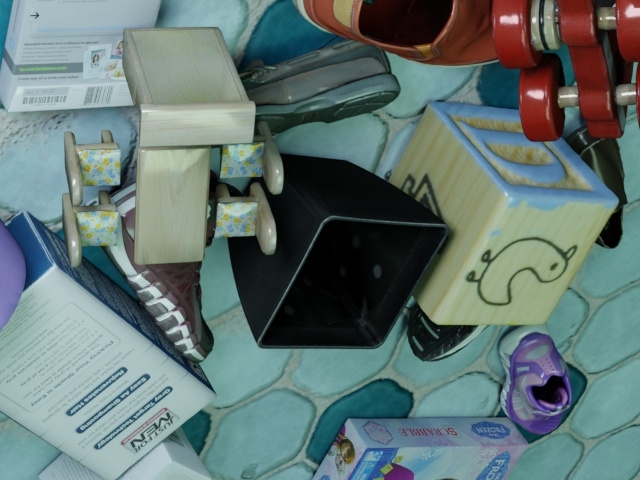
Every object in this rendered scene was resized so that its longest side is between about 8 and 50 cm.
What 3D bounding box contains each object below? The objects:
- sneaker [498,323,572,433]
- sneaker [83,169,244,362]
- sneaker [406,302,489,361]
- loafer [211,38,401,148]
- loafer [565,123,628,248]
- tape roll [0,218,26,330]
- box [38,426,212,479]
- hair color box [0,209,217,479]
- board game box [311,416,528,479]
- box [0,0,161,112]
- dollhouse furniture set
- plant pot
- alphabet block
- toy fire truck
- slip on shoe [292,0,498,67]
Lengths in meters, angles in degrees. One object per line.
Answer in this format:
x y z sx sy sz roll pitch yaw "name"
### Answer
0.322 0.222 2.363 0.095 0.104 0.236 -29 141 -10 "sneaker"
-0.140 0.018 1.841 0.162 0.106 0.281 -35 140 -5 "sneaker"
0.229 0.066 2.152 0.271 0.100 0.108 -44 145 9 "sneaker"
-0.047 -0.163 1.764 0.267 0.084 0.096 -13 166 -20 "loafer"
0.372 -0.071 2.130 0.080 0.078 0.220 -30 140 -7 "loafer"
-0.394 0.033 1.609 0.189 0.189 0.080 -31 140 -6 "tape roll"
-0.243 0.296 2.016 0.170 0.130 0.091 -43 141 9 "box"
-0.284 0.128 1.842 0.174 0.105 0.347 -39 140 4 "hair color box"
0.109 0.397 2.412 0.318 0.066 0.319 4 127 -37 "board game box"
-0.232 -0.214 1.598 0.145 0.038 0.186 -7 134 -31 "box"
-0.141 -0.067 1.614 0.212 0.161 0.242 -3 125 -14 "dollhouse furniture set"
0.000 0.000 1.868 0.187 0.167 0.188 3 128 -40 "plant pot"
0.202 -0.031 1.963 0.192 0.193 0.197 3 127 -35 "alphabet block"
0.305 -0.263 1.802 0.169 0.254 0.302 -2 144 20 "toy fire truck"
0.120 -0.244 1.751 0.331 0.101 0.123 5 110 -42 "slip on shoe"
